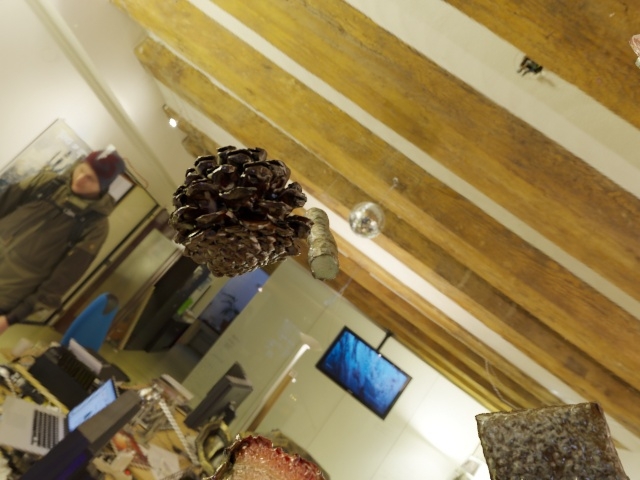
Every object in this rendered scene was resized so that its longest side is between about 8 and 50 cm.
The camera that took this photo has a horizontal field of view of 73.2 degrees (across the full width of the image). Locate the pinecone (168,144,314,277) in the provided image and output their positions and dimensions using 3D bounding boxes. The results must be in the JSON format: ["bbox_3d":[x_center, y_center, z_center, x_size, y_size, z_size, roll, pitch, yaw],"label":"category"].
[{"bbox_3d":[-0.127,-0.051,0.675,0.222,0.221,0.221,36,-14,11],"label":"pinecone"}]

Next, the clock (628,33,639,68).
[{"bbox_3d":[0.750,-0.351,0.903,0.244,0.244,0.056,38,-42,5],"label":"clock"}]

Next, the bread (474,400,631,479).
[{"bbox_3d":[0.325,0.412,0.509,0.113,0.165,0.416,45,31,-57],"label":"bread"}]

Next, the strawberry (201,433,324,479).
[{"bbox_3d":[-0.091,0.414,0.679,0.208,0.167,0.086,16,-45,29],"label":"strawberry"}]

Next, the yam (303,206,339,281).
[{"bbox_3d":[0.000,0.000,0.820,0.061,0.061,0.252,44,13,-19],"label":"yam"}]
